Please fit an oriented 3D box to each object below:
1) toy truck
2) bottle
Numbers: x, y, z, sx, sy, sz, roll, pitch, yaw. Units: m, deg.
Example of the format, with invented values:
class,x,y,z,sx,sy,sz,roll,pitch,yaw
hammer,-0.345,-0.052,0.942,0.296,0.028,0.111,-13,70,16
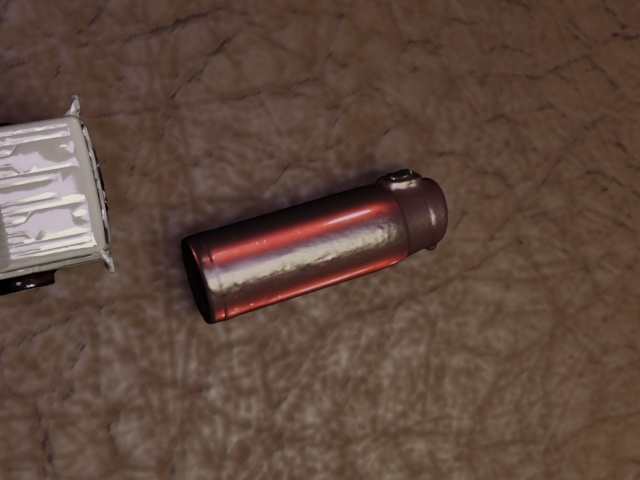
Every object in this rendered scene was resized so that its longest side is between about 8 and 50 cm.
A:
class,x,y,z,sx,sy,sz,roll,pitch,yaw
toy truck,-0.233,-0.008,0.550,0.243,0.125,0.101,-12,90,-17
bottle,0.000,0.000,0.649,0.164,0.060,0.060,-17,92,-16
